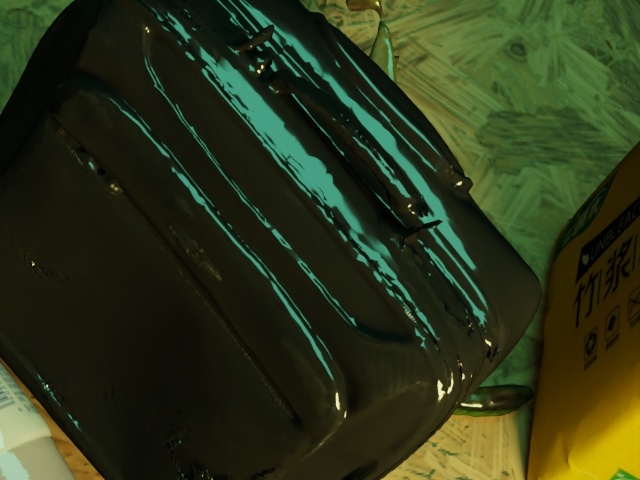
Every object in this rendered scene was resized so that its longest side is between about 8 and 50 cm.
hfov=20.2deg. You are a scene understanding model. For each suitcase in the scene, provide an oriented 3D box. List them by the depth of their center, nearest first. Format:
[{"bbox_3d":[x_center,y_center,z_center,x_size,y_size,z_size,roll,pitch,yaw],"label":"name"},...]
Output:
[{"bbox_3d":[-0.060,0.013,1.168,0.345,0.339,0.188,50,40,8],"label":"suitcase"}]

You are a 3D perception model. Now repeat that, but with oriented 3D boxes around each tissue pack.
[{"bbox_3d":[0.330,0.033,1.322,0.228,0.382,0.293,19,56,-10],"label":"tissue pack"}]

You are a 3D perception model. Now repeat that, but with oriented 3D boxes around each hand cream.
[{"bbox_3d":[-0.256,0.082,1.197,0.083,0.133,0.248,-33,77,3],"label":"hand cream"}]

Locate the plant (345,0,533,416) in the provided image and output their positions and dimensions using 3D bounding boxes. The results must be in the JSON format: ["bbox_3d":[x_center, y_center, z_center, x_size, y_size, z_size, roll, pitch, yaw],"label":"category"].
[{"bbox_3d":[0.012,-0.005,1.336,0.251,0.180,0.333,-22,76,-22],"label":"plant"}]
